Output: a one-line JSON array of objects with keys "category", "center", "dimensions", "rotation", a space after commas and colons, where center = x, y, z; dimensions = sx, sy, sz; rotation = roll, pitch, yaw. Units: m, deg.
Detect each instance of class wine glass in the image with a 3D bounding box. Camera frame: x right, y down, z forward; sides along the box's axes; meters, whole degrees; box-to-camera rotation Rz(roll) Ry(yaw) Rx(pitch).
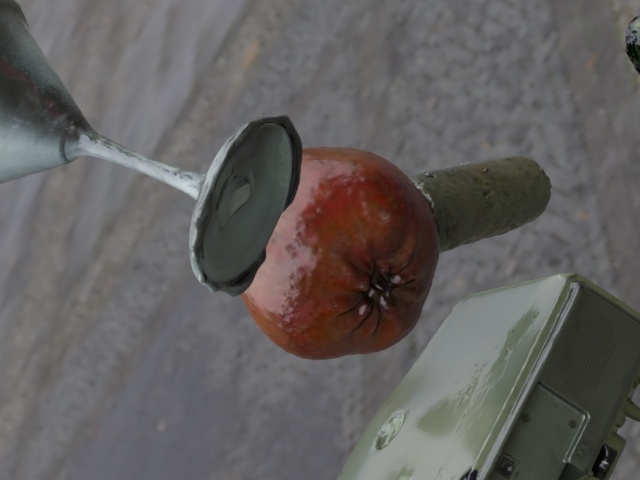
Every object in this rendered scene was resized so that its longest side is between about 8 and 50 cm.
[{"category": "wine glass", "center": [-0.138, -0.057, 1.154], "dimensions": [0.156, 0.232, 0.156], "rotation": [-48, -31, -41]}]

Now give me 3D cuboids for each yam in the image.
[{"category": "yam", "center": [0.130, -0.034, 1.671], "dimensions": [0.179, 0.078, 0.078], "rotation": [-16, -25, -46]}]

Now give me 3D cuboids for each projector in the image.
[{"category": "projector", "center": [0.068, 0.153, 0.991], "dimensions": [0.269, 0.088, 0.193], "rotation": [-60, 14, -15]}]

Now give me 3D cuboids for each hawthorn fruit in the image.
[{"category": "hawthorn fruit", "center": [0.000, 0.000, 1.545], "dimensions": [0.200, 0.179, 0.179], "rotation": [43, 108, 43]}]

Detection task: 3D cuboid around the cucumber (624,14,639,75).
[{"category": "cucumber", "center": [0.323, -0.121, 1.438], "dimensions": [0.072, 0.303, 0.081], "rotation": [-4, 82, 39]}]
